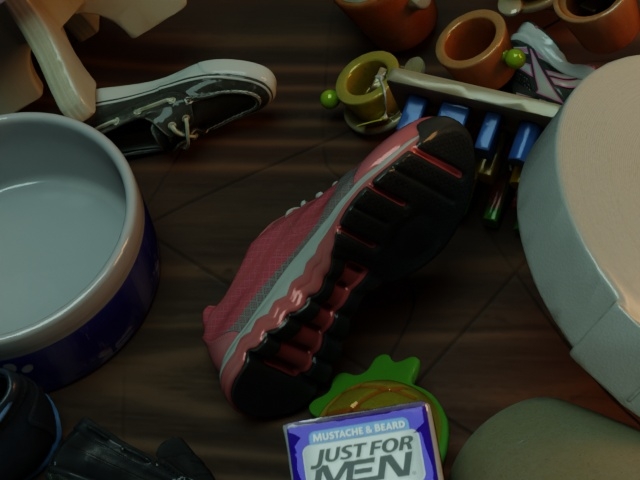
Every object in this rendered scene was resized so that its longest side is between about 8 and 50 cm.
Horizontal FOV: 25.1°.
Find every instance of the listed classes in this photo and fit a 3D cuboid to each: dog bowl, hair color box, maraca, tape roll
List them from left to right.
[{"bbox_3d":[-0.288,0.012,1.352,0.265,0.104,0.264,-5,54,7],"label":"dog bowl"},{"bbox_3d":[0.044,0.160,1.193,0.127,0.099,0.185,-22,32,8],"label":"maraca"},{"bbox_3d":[0.056,0.296,0.981,0.110,0.185,0.338,-8,72,4],"label":"hair color box"},{"bbox_3d":[0.340,0.013,1.143,0.392,0.072,0.392,15,48,-17],"label":"tape roll"}]

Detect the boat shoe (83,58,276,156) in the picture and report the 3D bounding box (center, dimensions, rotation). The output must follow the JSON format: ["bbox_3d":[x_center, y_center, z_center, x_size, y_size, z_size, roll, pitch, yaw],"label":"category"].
[{"bbox_3d":[-0.148,-0.121,1.442,0.219,0.077,0.070,-12,53,12],"label":"boat shoe"}]

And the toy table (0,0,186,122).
[{"bbox_3d":[-0.278,-0.239,1.450,0.274,0.161,0.252,-23,35,22],"label":"toy table"}]

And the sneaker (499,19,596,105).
[{"bbox_3d":[0.227,-0.135,1.392,0.077,0.072,0.178,-39,48,-6],"label":"sneaker"}]

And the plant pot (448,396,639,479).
[{"bbox_3d":[0.212,0.243,1.034,0.257,0.256,0.274,-29,39,-10],"label":"plant pot"}]

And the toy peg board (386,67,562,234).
[{"bbox_3d":[0.142,-0.072,1.308,0.161,0.160,0.079,15,75,20],"label":"toy peg board"}]

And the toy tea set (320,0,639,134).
[{"bbox_3d":[0.141,-0.237,1.386,0.336,0.124,0.200,-15,48,24],"label":"toy tea set"}]

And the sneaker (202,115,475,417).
[{"bbox_3d":[-0.001,0.000,1.256,0.314,0.116,0.136,-49,43,7],"label":"sneaker"}]

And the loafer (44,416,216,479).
[{"bbox_3d":[-0.126,0.202,1.204,0.223,0.076,0.078,14,66,23],"label":"loafer"}]

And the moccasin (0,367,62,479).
[{"bbox_3d":[-0.391,0.209,1.223,0.342,0.116,0.138,-37,57,-15],"label":"moccasin"}]
